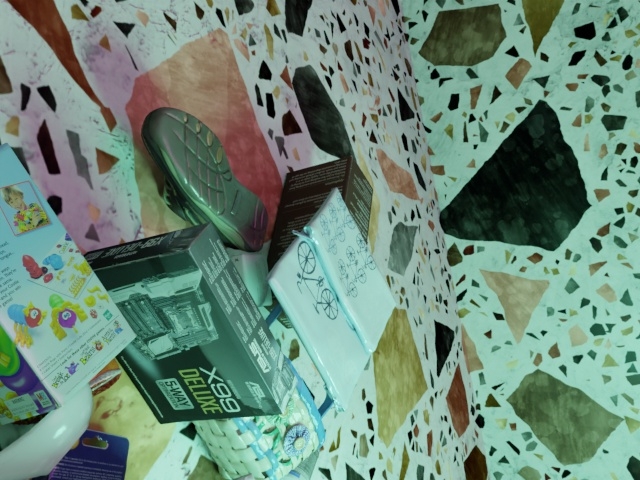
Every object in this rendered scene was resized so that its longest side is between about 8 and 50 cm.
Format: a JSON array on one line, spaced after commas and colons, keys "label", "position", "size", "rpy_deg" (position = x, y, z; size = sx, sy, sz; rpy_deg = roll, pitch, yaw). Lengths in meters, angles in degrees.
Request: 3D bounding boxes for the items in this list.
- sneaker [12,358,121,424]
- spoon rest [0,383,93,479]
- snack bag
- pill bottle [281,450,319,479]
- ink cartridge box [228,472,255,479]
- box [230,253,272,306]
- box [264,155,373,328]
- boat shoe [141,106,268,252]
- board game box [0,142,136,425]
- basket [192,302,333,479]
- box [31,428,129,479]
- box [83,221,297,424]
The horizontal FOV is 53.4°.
[{"label": "sneaker", "position": [-0.356, 0.196, 0.864], "size": [0.067, 0.064, 0.175], "rpy_deg": [48, 29, 14]}, {"label": "spoon rest", "position": [-0.366, 0.271, 0.731], "size": [0.084, 0.137, 0.276], "rpy_deg": [39, 52, -6]}, {"label": "snack bag", "position": [0.035, 0.105, 1.252], "size": [0.323, 0.037, 0.342], "rpy_deg": [63, 34, -19]}, {"label": "pill bottle", "position": [-0.047, 0.456, 1.322], "size": [0.078, 0.078, 0.137], "rpy_deg": [64, 31, -26]}, {"label": "ink cartridge box", "position": [-0.160, 0.459, 0.766], "size": [0.197, 0.198, 0.270], "rpy_deg": [-9, 71, -42]}, {"label": "box", "position": [-0.161, 0.083, 1.224], "size": [0.087, 0.102, 0.101], "rpy_deg": [5, 76, -64]}, {"label": "box", "position": [0.000, 0.000, 1.472], "size": [0.143, 0.191, 0.381], "rpy_deg": [53, 37, -41]}, {"label": "boat shoe", "position": [-0.223, -0.088, 1.144], "size": [0.355, 0.130, 0.132], "rpy_deg": [58, 36, -46]}, {"label": "board game box", "position": [-0.373, 0.054, 0.736], "size": [0.275, 0.142, 0.144], "rpy_deg": [61, 30, -14]}, {"label": "basket", "position": [-0.085, 0.291, 1.177], "size": [0.289, 0.201, 0.255], "rpy_deg": [-51, 124, -45]}, {"label": "box", "position": [-0.330, 0.371, 0.851], "size": [0.136, 0.036, 0.225], "rpy_deg": [40, 47, -52]}, {"label": "box", "position": [-0.206, 0.138, 0.961], "size": [0.307, 0.242, 0.076], "rpy_deg": [66, 29, -25]}]
